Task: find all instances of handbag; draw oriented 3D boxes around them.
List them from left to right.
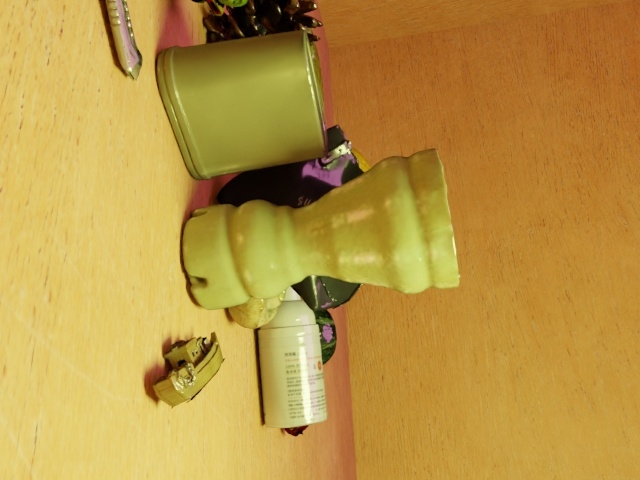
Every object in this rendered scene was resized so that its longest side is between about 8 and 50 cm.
[{"bbox_3d":[0.002,-0.051,1.274,0.342,0.288,0.152,50,-4,-8],"label":"handbag"}]

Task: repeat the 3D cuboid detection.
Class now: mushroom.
[{"bbox_3d":[-0.130,0.105,1.255,0.148,0.112,0.148,0,90,-75],"label":"mushroom"}]

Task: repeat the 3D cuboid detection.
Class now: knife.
[{"bbox_3d":[-0.281,-0.400,0.841,0.089,0.043,0.365,-68,151,-71],"label":"knife"}]

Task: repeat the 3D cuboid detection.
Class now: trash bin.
[{"bbox_3d":[-0.125,-0.231,1.083,0.121,0.247,0.243,-89,168,-52],"label":"trash bin"}]

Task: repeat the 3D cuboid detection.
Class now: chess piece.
[{"bbox_3d":[0.000,0.000,1.067,0.234,0.442,0.234,-10,90,-83],"label":"chess piece"}]

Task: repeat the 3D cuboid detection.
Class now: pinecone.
[{"bbox_3d":[-0.117,-0.464,1.356,0.264,0.264,0.264,-6,90,-82],"label":"pinecone"}]

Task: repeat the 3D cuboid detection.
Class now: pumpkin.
[{"bbox_3d":[-0.032,0.252,1.684,0.190,0.146,0.190,-3,-93,63],"label":"pumpkin"}]

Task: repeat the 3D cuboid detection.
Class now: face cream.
[{"bbox_3d":[-0.073,0.228,1.445,0.145,0.145,0.370,42,42,-78],"label":"face cream"}]

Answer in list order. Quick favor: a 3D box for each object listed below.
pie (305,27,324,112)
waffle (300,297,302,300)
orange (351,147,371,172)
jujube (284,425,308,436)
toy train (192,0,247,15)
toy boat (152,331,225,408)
[{"bbox_3d":[-0.086,-0.441,1.809,0.418,0.180,0.395,-115,-160,-88],"label":"pie"},{"bbox_3d":[-0.084,0.082,1.809,0.231,0.051,0.229,-57,139,-79],"label":"waffle"},{"bbox_3d":[-0.001,-0.101,1.464,0.274,0.274,0.274,-6,90,-82],"label":"orange"},{"bbox_3d":[-0.054,0.408,1.595,0.166,0.104,0.104,-85,166,-47],"label":"jujube"},{"bbox_3d":[-0.208,-0.472,1.014,0.296,0.160,0.100,45,48,-73],"label":"toy train"},{"bbox_3d":[-0.195,0.180,0.935,0.072,0.064,0.206,64,9,-6],"label":"toy boat"}]
